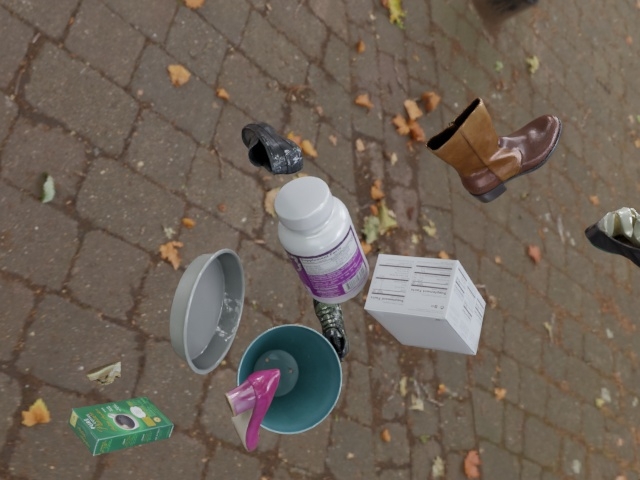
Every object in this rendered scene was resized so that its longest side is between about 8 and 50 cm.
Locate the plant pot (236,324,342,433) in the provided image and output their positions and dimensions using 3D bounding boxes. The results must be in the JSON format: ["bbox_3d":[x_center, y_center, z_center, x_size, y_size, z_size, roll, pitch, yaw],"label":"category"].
[{"bbox_3d":[-0.106,0.382,1.811,0.290,0.195,0.290,2,83,-16],"label":"plant pot"}]

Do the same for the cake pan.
[{"bbox_3d":[-0.261,0.160,1.481,0.293,0.054,0.293,10,90,-73],"label":"cake pan"}]

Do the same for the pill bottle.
[{"bbox_3d":[0.000,0.000,1.469,0.302,0.169,0.169,66,37,-47],"label":"pill bottle"}]

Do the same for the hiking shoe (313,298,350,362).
[{"bbox_3d":[0.040,0.263,1.993,0.114,0.086,0.227,-92,159,-86],"label":"hiking shoe"}]

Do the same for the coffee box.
[{"bbox_3d":[-0.413,0.382,1.329,0.184,0.113,0.040,4,111,-52],"label":"coffee box"}]

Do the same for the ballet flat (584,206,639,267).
[{"bbox_3d":[0.431,-0.006,0.872,0.074,0.074,0.203,48,6,-23],"label":"ballet flat"}]

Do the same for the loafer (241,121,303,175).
[{"bbox_3d":[-0.115,-0.188,1.299,0.078,0.223,0.076,-21,123,-23],"label":"loafer"}]

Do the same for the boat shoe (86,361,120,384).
[{"bbox_3d":[-0.503,0.316,1.502,0.135,0.050,0.045,10,67,-81],"label":"boat shoe"}]

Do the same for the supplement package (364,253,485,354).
[{"bbox_3d":[0.259,0.158,1.550,0.262,0.204,0.145,46,54,-51],"label":"supplement package"}]

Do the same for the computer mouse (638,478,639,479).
[{"bbox_3d":[0.552,0.355,0.956,0.071,0.242,0.041,45,13,3],"label":"computer mouse"}]

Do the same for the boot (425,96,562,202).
[{"bbox_3d":[0.384,-0.235,1.401,0.280,0.264,0.096,35,23,-47],"label":"boot"}]

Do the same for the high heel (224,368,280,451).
[{"bbox_3d":[-0.127,0.354,1.331,0.117,0.082,0.244,-25,136,-18],"label":"high heel"}]
